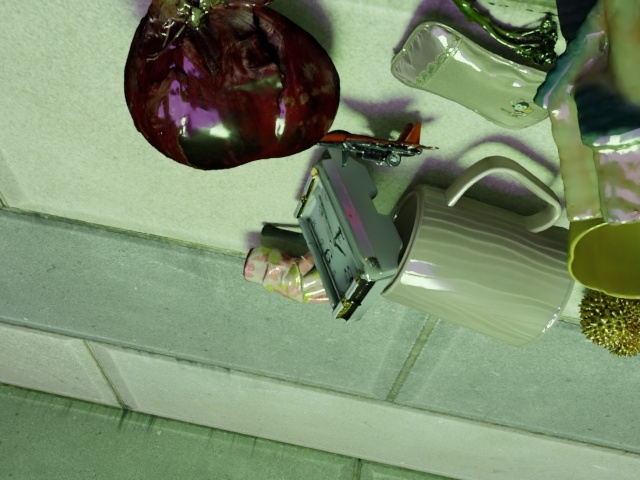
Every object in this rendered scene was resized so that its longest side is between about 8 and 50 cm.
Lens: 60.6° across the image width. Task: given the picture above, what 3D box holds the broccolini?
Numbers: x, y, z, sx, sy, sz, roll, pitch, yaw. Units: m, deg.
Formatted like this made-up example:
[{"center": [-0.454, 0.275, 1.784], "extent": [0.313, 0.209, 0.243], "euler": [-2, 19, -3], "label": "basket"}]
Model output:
[{"center": [0.205, -0.262, 0.662], "extent": [0.194, 0.054, 0.052], "euler": [18, 173, -16], "label": "broccolini"}]

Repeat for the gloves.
[{"center": [-0.026, 0.073, 1.122], "extent": [0.241, 0.126, 0.145], "euler": [15, 140, 10], "label": "gloves"}]

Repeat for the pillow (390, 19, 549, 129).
[{"center": [0.209, -0.212, 0.731], "extent": [0.232, 0.038, 0.130], "euler": [22, 157, -12], "label": "pillow"}]

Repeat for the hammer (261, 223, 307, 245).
[{"center": [0.000, 0.000, 1.060], "extent": [0.246, 0.103, 0.029], "euler": [15, 146, 20], "label": "hammer"}]

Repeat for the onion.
[{"center": [-0.107, -0.196, 0.698], "extent": [0.280, 0.221, 0.281], "euler": [1, 139, 1], "label": "onion"}]

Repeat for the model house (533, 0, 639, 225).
[{"center": [0.339, -0.187, 0.522], "extent": [0.245, 0.312, 0.280], "euler": [-7, 102, 30], "label": "model house"}]

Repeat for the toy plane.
[{"center": [0.071, -0.136, 0.805], "extent": [0.189, 0.130, 0.061], "euler": [-8, 103, -14], "label": "toy plane"}]

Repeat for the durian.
[{"center": [0.572, 0.147, 1.032], "extent": [0.158, 0.137, 0.168], "euler": [-5, 154, -11], "label": "durian"}]

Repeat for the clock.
[{"center": [0.041, -0.008, 0.914], "extent": [0.083, 0.253, 0.186], "euler": [-9, 151, -24], "label": "clock"}]

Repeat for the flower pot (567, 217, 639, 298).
[{"center": [0.445, -0.042, 0.773], "extent": [0.195, 0.179, 0.195], "euler": [9, 143, 7], "label": "flower pot"}]

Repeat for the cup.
[{"center": [0.259, 0.026, 0.890], "extent": [0.273, 0.208, 0.288], "euler": [19, 153, -6], "label": "cup"}]
